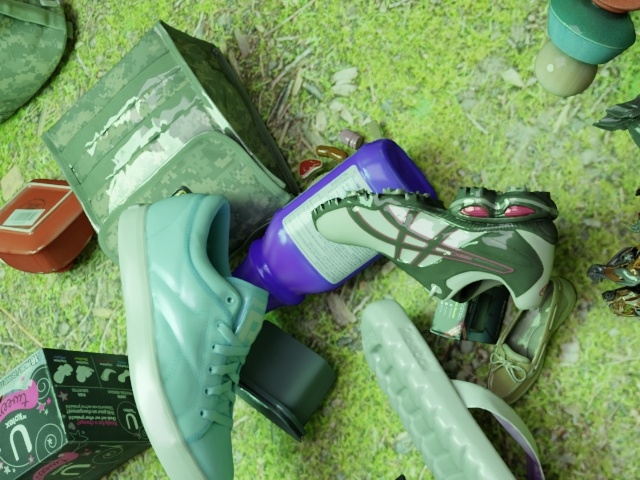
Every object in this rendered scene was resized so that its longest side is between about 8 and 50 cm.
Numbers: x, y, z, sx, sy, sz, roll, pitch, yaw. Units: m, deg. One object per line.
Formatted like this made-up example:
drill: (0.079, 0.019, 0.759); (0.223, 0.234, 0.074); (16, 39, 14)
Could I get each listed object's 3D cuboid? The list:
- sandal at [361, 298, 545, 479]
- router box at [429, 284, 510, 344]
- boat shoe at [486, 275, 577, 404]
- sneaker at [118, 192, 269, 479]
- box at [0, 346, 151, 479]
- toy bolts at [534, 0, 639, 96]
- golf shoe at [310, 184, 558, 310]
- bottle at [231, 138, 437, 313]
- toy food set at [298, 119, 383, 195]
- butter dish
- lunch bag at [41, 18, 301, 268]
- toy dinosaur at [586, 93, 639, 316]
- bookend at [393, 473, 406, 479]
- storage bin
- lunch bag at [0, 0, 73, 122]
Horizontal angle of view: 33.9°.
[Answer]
sandal: (0.174, 0.217, 1.089); (0.102, 0.169, 0.416); (-24, 63, -15)
router box: (0.169, 0.048, 1.130); (0.038, 0.092, 0.122); (15, 91, 35)
boat shoe: (0.217, 0.106, 1.115); (0.056, 0.048, 0.153); (39, 104, 32)
sneaker: (-0.127, 0.110, 1.179); (0.150, 0.135, 0.365); (-17, 75, 12)
box: (-0.378, 0.268, 1.418); (0.247, 0.163, 0.142); (-36, 63, 24)
toy bolts: (0.306, -0.219, 1.033); (0.218, 0.228, 0.158); (36, 130, 12)
golf shoe: (0.105, 0.005, 1.065); (0.273, 0.105, 0.120); (2, 90, 35)
bottle: (0.000, 0.000, 1.242); (0.283, 0.092, 0.118); (-37, 94, 24)
toy food set: (0.024, -0.097, 1.285); (0.122, 0.019, 0.078); (-24, 66, 16)
butter dish: (-0.392, -0.004, 1.508); (0.160, 0.118, 0.160); (7, 43, 34)
lunch bag: (-0.183, -0.089, 1.347); (0.235, 0.169, 0.287); (-39, 71, 18)
toy dinosaur: (0.386, -0.063, 0.999); (0.322, 0.164, 0.218); (-36, 78, 4)
bookend: (0.117, 0.361, 1.116); (0.157, 0.156, 0.072); (42, 112, -15)
storage bin: (-0.048, 0.166, 1.267); (0.135, 0.098, 0.091); (32, 73, 34)
lunch bag: (-0.554, -0.297, 1.549); (0.256, 0.305, 0.212); (-22, 74, 33)
